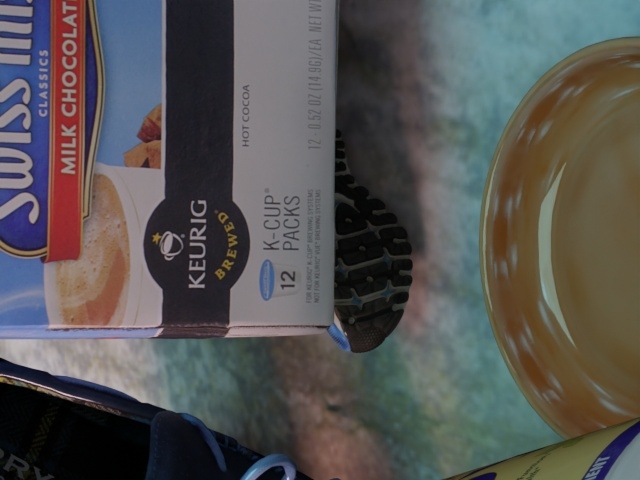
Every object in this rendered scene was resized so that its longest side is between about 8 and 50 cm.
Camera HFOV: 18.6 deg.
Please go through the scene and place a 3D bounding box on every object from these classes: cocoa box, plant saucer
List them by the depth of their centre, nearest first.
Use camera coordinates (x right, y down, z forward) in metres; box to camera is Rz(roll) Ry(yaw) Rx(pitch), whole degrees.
[{"bbox_3d":[0.154,0.006,0.907,0.200,0.037,0.200,4,96,51],"label":"plant saucer"},{"bbox_3d":[-0.168,-0.064,1.085,0.347,0.228,0.232,0,89,62],"label":"cocoa box"}]

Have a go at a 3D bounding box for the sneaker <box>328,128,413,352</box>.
[{"bbox_3d":[0.000,0.000,1.086,0.162,0.063,0.073,67,147,35],"label":"sneaker"}]

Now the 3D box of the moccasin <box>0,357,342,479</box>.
[{"bbox_3d":[-0.099,0.149,1.006,0.117,0.342,0.138,122,166,-70],"label":"moccasin"}]

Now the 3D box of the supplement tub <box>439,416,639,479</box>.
[{"bbox_3d":[0.101,0.210,0.825,0.331,0.241,0.241,-26,73,48],"label":"supplement tub"}]
